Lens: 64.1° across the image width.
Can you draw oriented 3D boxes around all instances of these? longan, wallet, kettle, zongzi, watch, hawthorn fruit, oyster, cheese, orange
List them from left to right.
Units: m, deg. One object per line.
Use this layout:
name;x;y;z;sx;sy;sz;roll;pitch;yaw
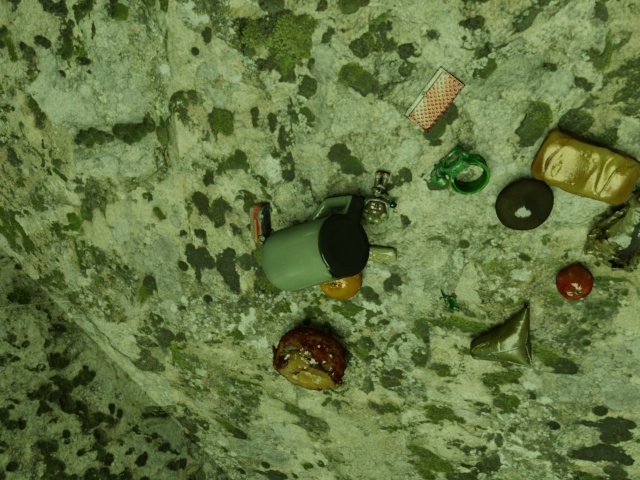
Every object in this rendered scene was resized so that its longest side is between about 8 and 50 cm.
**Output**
kettle;0.000;0.000;1.886;0.250;0.361;0.377;35;152;-25
orange;0.080;0.155;2.045;0.178;0.155;0.177;14;134;15
cheese;0.202;0.052;2.004;0.194;0.043;0.064;6;118;17
wallet;0.371;-0.458;1.674;0.103;0.020;0.196;37;124;-1
watch;0.476;-0.224;1.720;0.152;0.131;0.165;33;121;-21
zongzi;0.685;0.352;1.951;0.228;0.115;0.255;2;112;25
longan;0.665;-0.117;1.669;0.167;0.167;0.187;41;115;-4
hawthorn fruit;0.875;0.148;1.761;0.128;0.128;0.128;9;120;16
oyster;0.982;-0.033;1.609;0.198;0.133;0.336;7;131;-2

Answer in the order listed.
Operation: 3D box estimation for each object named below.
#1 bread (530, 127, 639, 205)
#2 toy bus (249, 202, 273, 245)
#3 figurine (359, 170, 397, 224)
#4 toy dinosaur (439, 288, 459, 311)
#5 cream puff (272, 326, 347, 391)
bread;0.811;-0.222;1.575;0.295;0.132;0.166;24;116;9
toy bus;-0.245;-0.074;2.086;0.077;0.079;0.174;13;121;25
figurine;0.208;-0.151;1.861;0.147;0.093;0.197;10;120;3
toy dinosaur;0.502;0.235;2.008;0.061;0.029;0.119;-23;103;13
cream puff;-0.045;0.504;2.233;0.351;0.228;0.350;10;144;8
